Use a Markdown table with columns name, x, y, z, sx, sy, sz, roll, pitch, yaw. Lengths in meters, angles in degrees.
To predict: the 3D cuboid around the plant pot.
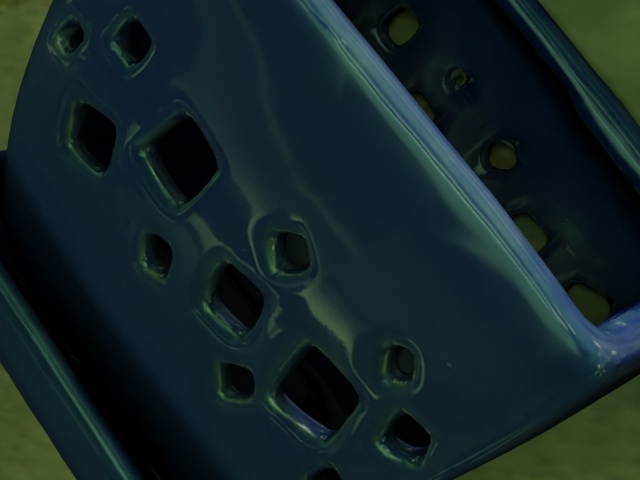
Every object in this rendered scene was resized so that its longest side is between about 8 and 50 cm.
| name | x | y | z | sx | sy | sz | roll | pitch | yaw |
| --- | --- | --- | --- | --- | --- | --- | --- | --- | --- |
| plant pot | 0.000 | 0.000 | 0.585 | 0.212 | 0.236 | 0.236 | -41 | 78 | 24 |
